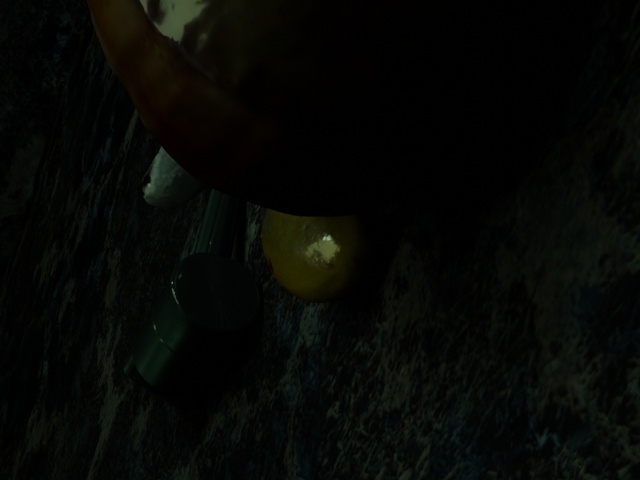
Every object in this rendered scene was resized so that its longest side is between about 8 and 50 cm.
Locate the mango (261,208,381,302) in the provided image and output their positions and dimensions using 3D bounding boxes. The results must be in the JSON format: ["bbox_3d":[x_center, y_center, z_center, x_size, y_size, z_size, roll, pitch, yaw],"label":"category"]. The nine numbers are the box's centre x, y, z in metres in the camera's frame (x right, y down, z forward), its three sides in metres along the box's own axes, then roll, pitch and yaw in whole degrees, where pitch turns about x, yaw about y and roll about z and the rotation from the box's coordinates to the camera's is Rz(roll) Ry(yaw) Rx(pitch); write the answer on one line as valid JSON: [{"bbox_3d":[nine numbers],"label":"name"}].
[{"bbox_3d":[-0.002,0.002,1.168,0.115,0.090,0.178,-61,33,17],"label":"mango"}]

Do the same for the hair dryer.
[{"bbox_3d":[-0.156,0.053,1.533,0.244,0.116,0.302,-51,21,48],"label":"hair dryer"}]

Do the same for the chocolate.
[{"bbox_3d":[-0.138,-0.172,1.580,0.303,0.100,0.185,-60,4,31],"label":"chocolate"}]

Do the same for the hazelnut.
[{"bbox_3d":[-0.023,-0.218,0.966,0.421,0.353,0.421,47,159,25],"label":"hazelnut"}]
